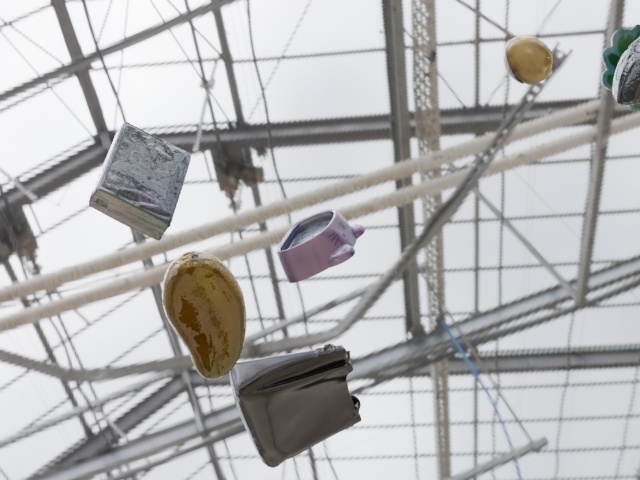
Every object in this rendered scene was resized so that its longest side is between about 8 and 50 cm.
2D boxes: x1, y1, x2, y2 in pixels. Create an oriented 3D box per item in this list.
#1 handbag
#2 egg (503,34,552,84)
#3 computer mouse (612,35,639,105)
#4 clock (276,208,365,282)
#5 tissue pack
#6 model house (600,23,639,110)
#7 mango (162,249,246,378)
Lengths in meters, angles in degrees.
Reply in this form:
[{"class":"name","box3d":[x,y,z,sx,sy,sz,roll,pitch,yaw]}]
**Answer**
[{"class":"handbag","box3d":[-0.044,0.331,1.801,0.257,0.113,0.285,-17,-48,-5]},{"class":"egg","box3d":[0.321,-0.283,1.345,0.071,0.071,0.083,-43,-50,11]},{"class":"computer mouse","box3d":[0.506,-0.280,1.292,0.192,0.106,0.062,-46,-64,0]},{"class":"clock","box3d":[0.000,0.000,1.276,0.110,0.153,0.050,-21,-74,20]},{"class":"tissue pack","box3d":[-0.253,-0.086,1.220,0.112,0.156,0.051,28,-50,-19]},{"class":"model house","box3d":[0.643,-0.289,1.371,0.357,0.242,0.313,10,-94,-10]},{"class":"mango","box3d":[-0.193,0.125,1.479,0.136,0.099,0.227,-16,-77,-13]}]
